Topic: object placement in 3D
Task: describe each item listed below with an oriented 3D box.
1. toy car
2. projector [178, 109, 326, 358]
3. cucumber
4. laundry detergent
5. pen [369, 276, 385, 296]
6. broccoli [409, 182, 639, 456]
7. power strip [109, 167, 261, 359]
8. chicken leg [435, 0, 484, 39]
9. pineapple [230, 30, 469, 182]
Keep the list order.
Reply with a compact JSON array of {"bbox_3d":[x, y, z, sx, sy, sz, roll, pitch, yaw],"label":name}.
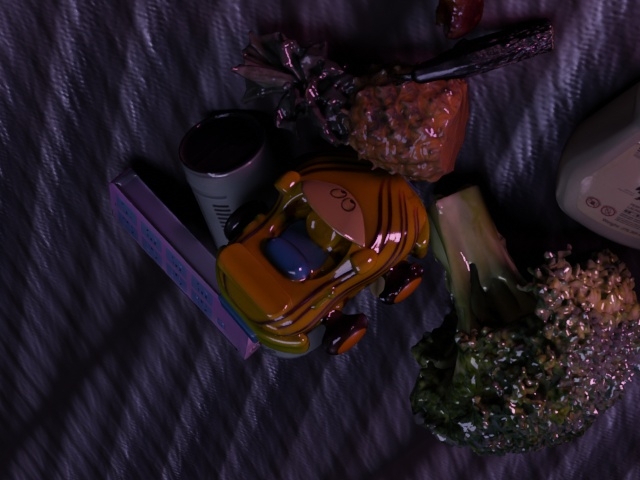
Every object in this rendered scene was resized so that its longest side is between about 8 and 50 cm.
[{"bbox_3d":[0.000,0.000,1.658,0.200,0.248,0.142,44,169,16],"label":"toy car"},{"bbox_3d":[-0.073,0.000,1.849,0.108,0.108,0.337,3,140,22],"label":"projector"},{"bbox_3d":[0.151,-0.183,1.528,0.163,0.043,0.039,-15,99,1],"label":"cucumber"},{"bbox_3d":[0.359,-0.091,1.548,0.181,0.091,0.253,27,142,-10],"label":"laundry detergent"},{"bbox_3d":[0.082,-0.006,1.835,0.040,0.032,0.233,-4,143,-6],"label":"pen"},{"bbox_3d":[0.236,0.093,1.748,0.249,0.302,0.375,2,172,-10],"label":"broccoli"},{"bbox_3d":[-0.161,0.028,1.878,0.279,0.037,0.109,46,160,14],"label":"power strip"},{"bbox_3d":[0.174,-0.293,1.407,0.177,0.083,0.322,23,144,-34],"label":"chicken leg"},{"bbox_3d":[0.030,-0.145,1.622,0.248,0.128,0.128,18,143,13],"label":"pineapple"}]
